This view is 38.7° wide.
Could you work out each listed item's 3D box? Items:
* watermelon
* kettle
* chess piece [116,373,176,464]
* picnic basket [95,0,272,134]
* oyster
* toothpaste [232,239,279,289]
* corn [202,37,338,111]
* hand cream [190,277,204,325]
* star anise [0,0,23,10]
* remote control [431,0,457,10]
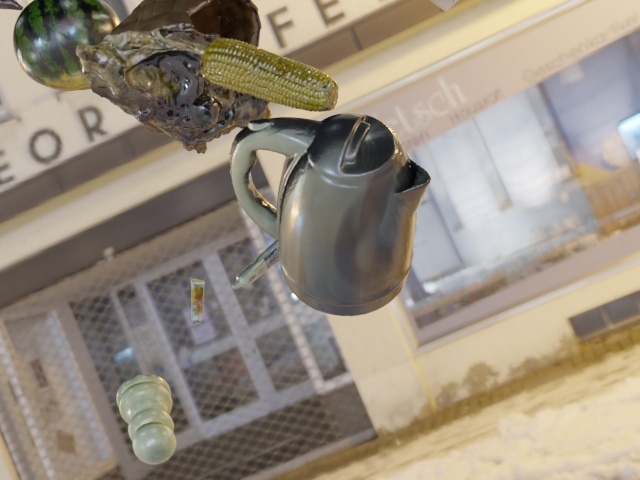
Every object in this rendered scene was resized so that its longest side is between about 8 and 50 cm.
[{"bbox_3d":[-0.607,-0.484,2.216,0.269,0.269,0.269,-23,-3,-1],"label":"watermelon"},{"bbox_3d":[0.006,-0.074,1.427,0.324,0.321,0.228,93,-160,-54],"label":"kettle"},{"bbox_3d":[-0.436,0.468,2.322,0.144,0.144,0.251,-23,31,-5],"label":"chess piece"},{"bbox_3d":[-0.220,-0.336,1.795,0.337,0.337,0.293,-24,-26,4],"label":"picnic basket"},{"bbox_3d":[-0.237,-0.277,1.574,0.361,0.096,0.221,30,-77,-42],"label":"oyster"},{"bbox_3d":[-0.145,0.056,2.338,0.038,0.060,0.233,9,38,41],"label":"toothpaste"},{"bbox_3d":[-0.081,-0.262,1.449,0.231,0.080,0.080,19,11,17],"label":"corn"},{"bbox_3d":[-0.254,0.125,1.873,0.035,0.102,0.022,16,-30,-32],"label":"hand cream"},{"bbox_3d":[-0.639,-0.479,1.596,0.102,0.272,0.272,-45,-1,-6],"label":"star anise"},{"bbox_3d":[0.168,-0.435,1.386,0.103,0.055,0.277,-40,-20,21],"label":"remote control"}]
